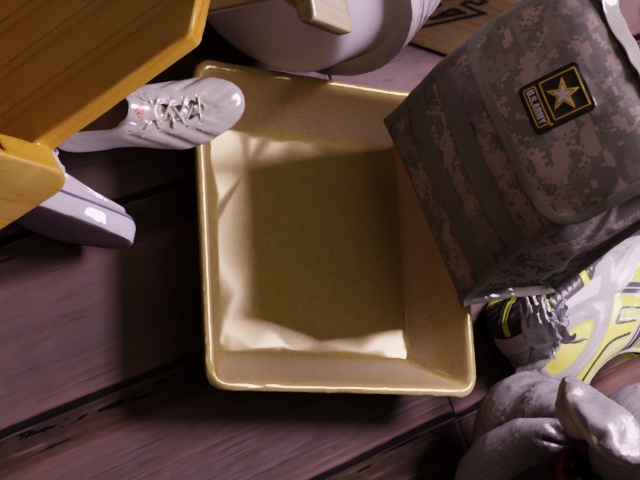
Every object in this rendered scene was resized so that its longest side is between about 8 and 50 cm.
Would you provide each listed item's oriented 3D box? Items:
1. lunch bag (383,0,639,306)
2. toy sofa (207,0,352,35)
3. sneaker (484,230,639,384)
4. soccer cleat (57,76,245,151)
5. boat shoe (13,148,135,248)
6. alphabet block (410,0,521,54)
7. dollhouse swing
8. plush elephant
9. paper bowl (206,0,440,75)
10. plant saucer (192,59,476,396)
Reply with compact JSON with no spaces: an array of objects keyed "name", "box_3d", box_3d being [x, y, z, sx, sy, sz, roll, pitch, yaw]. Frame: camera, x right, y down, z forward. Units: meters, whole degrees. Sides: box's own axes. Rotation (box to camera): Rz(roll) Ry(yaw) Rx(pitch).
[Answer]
[{"name":"lunch bag","box_3d":[0.224,-0.099,1.639,0.169,0.287,0.235,-6,66,-37]},{"name":"toy sofa","box_3d":[-0.164,-0.242,1.488,0.150,0.363,0.177,-7,87,-75]},{"name":"sneaker","box_3d":[0.357,0.049,1.924,0.385,0.145,0.147,-34,107,-22]},{"name":"soccer cleat","box_3d":[-0.164,-0.120,1.568,0.196,0.076,0.068,-10,78,-14]},{"name":"boat shoe","box_3d":[-0.281,-0.068,1.531,0.258,0.095,0.084,25,69,-29]},{"name":"alphabet block","box_3d":[0.144,-0.334,1.836,0.197,0.193,0.192,15,68,-31]},{"name":"dollhouse swing","box_3d":[-0.319,-0.221,1.309,0.346,0.305,0.315,56,17,22]},{"name":"plush elephant","box_3d":[0.290,0.232,1.691,0.272,0.255,0.330,0,99,-33]},{"name":"paper bowl","box_3d":[-0.024,-0.283,1.647,0.284,0.284,0.148,48,56,-15]},{"name":"plant saucer","box_3d":[0.000,0.000,1.717,0.333,0.081,0.332,5,75,-33]}]
